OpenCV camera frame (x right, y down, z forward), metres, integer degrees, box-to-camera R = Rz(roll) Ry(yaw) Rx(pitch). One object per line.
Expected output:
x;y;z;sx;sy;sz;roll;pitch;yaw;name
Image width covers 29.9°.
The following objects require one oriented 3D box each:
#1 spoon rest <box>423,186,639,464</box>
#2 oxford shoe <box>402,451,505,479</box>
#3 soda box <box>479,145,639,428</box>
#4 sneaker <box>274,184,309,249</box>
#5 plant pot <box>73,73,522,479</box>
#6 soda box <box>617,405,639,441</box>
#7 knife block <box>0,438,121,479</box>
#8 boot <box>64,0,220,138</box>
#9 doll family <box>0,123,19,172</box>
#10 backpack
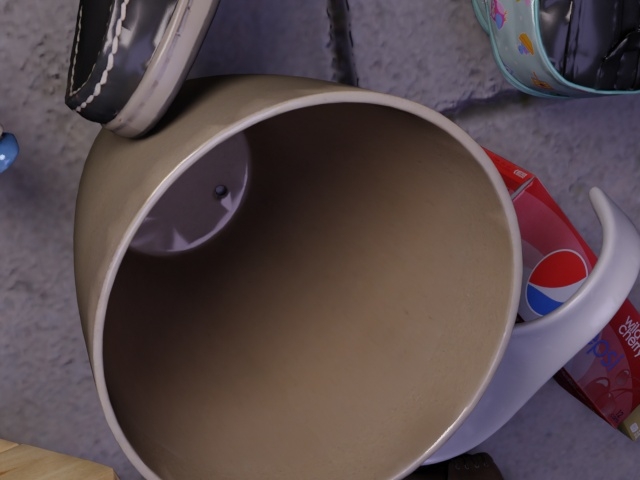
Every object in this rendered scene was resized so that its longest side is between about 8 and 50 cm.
0.131;0.080;0.912;0.276;0.084;0.137;-43;121;15;spoon rest
0.107;0.225;1.070;0.227;0.082;0.096;30;66;-26;oxford shoe
0.196;0.043;1.018;0.083;0.092;0.263;-45;123;-3;soda box
0.000;0.000;0.917;0.088;0.093;0.225;7;124;-53;sneaker
-0.055;-0.004;0.766;0.256;0.274;0.257;-10;115;-23;plant pot
0.334;0.102;1.129;0.181;0.061;0.058;-39;121;-8;soda box
-0.271;0.241;0.786;0.242;0.275;0.088;-50;129;-37;knife block
-0.177;-0.261;0.635;0.284;0.138;0.378;12;80;-27;boot
-0.321;-0.069;0.720;0.263;0.118;0.163;-35;130;12;doll family
0.193;-0.195;0.882;0.165;0.144;0.188;-8;90;-26;backpack
